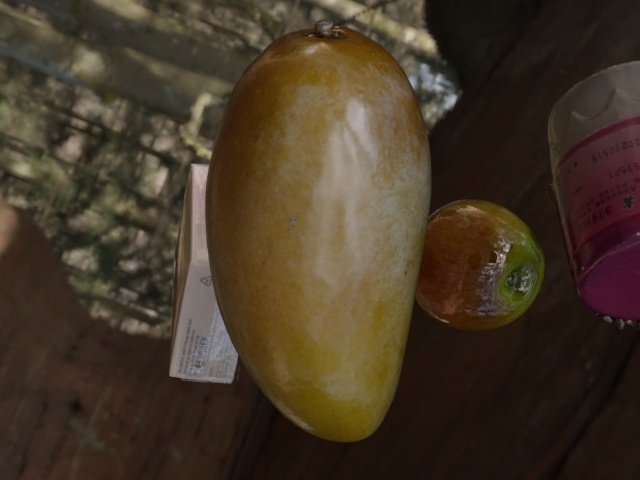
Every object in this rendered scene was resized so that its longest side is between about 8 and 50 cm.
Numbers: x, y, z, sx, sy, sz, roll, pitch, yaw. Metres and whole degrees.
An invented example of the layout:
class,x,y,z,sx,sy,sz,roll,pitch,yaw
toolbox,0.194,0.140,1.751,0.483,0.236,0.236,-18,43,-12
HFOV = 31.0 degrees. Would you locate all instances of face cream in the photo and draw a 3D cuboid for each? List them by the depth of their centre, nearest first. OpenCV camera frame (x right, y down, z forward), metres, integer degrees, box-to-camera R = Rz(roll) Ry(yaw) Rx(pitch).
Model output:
class,x,y,z,sx,sy,sz,roll,pitch,yaw
face cream,0.310,-0.046,1.089,0.175,0.175,0.194,109,-20,-57

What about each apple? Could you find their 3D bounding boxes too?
class,x,y,z,sx,sy,sz,roll,pitch,yaw
apple,0.227,0.038,1.667,0.196,0.196,0.195,21,90,-89

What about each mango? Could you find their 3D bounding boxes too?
class,x,y,z,sx,sy,sz,roll,pitch,yaw
mango,0.000,0.000,1.020,0.221,0.199,0.383,-94,180,-74

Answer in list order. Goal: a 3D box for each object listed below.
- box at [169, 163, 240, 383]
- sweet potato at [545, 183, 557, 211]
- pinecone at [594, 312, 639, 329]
class,x,y,z,sx,sy,sz,roll,pitch,yaw
box,-0.151,0.044,1.634,0.251,0.106,0.203,-96,-164,-54
sweet potato,0.441,-0.018,1.884,0.214,0.050,0.050,57,-37,34
pinecone,0.431,0.030,1.519,0.208,0.208,0.207,21,90,-89
